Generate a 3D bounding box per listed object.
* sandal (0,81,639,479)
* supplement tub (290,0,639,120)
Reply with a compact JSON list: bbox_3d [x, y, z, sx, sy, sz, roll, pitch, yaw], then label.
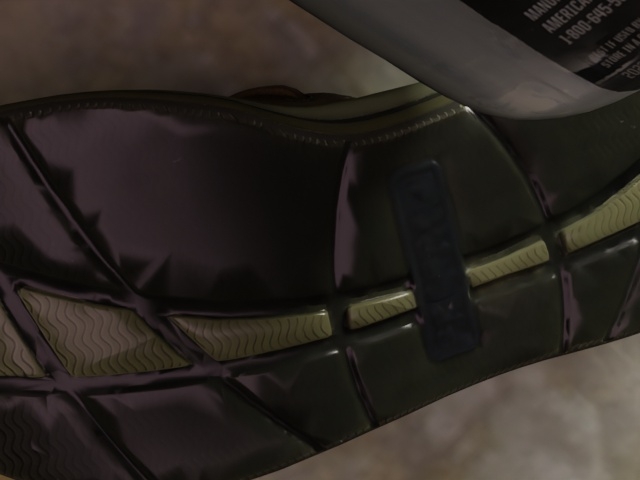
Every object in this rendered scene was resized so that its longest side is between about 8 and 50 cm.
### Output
[{"bbox_3d":[0.001,0.001,0.524,0.302,0.086,0.120,-9,103,-18],"label":"sandal"},{"bbox_3d":[-0.031,-0.191,0.380,0.338,0.207,0.207,31,102,-18],"label":"supplement tub"}]
